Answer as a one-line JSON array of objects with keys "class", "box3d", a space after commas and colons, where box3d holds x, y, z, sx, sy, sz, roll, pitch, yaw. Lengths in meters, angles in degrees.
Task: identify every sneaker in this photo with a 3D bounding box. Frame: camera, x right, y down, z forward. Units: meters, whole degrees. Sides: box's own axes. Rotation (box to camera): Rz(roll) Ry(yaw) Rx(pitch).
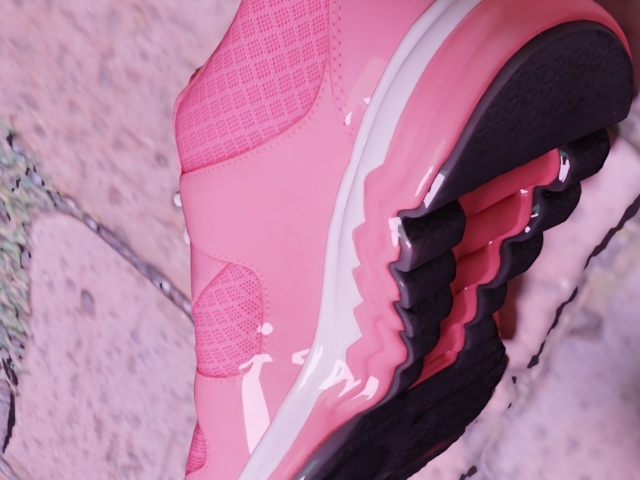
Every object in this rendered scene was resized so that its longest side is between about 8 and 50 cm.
[{"class": "sneaker", "box3d": [0.001, 0.000, 0.593, 0.136, 0.116, 0.314, 48, 140, 24]}]
